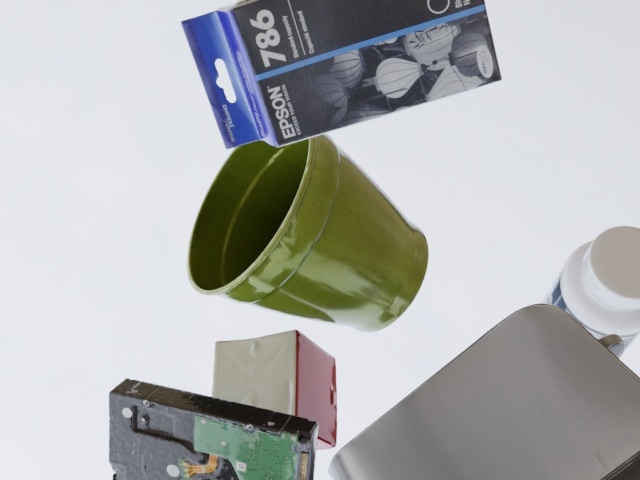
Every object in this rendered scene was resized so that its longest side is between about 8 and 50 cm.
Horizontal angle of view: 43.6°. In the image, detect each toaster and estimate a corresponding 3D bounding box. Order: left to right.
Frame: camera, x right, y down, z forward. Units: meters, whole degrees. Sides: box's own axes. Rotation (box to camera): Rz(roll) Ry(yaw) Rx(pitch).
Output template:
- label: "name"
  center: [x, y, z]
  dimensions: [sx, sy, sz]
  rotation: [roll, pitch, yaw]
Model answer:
- label: "toaster"
  center: [0.112, 0.143, 0.426]
  dimensions: [0.168, 0.185, 0.110]
  rotation: [42, -170, -47]

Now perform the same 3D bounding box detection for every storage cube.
- label: "storage cube"
  center: [-0.086, 0.301, 1.555]
  dimensions: [0.193, 0.183, 0.215]
  rotation: [46, -141, -55]

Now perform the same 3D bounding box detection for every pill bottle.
- label: "pill bottle"
  center: [0.303, 0.060, 0.855]
  dimensions: [0.107, 0.180, 0.108]
  rotation: [-1, -117, 1]

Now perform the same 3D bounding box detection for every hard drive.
- label: "hard drive"
  center: [-0.177, 0.366, 1.283]
  dimensions: [0.338, 0.237, 0.064]
  rotation: [9, -162, 16]

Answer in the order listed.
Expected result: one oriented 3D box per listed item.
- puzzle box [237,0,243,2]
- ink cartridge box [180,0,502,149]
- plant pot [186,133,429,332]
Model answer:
- label: "puzzle box"
  center: [-0.110, -0.463, 1.076]
  dimensions: [0.409, 0.052, 0.272]
  rotation: [62, -156, -12]
- label: "ink cartridge box"
  center: [0.020, -0.211, 0.889]
  dimensions: [0.332, 0.165, 0.065]
  rotation: [-16, -158, 8]
- label: "plant pot"
  center: [0.000, 0.000, 1.488]
  dimensions: [0.353, 0.366, 0.366]
  rotation: [29, -151, -30]
